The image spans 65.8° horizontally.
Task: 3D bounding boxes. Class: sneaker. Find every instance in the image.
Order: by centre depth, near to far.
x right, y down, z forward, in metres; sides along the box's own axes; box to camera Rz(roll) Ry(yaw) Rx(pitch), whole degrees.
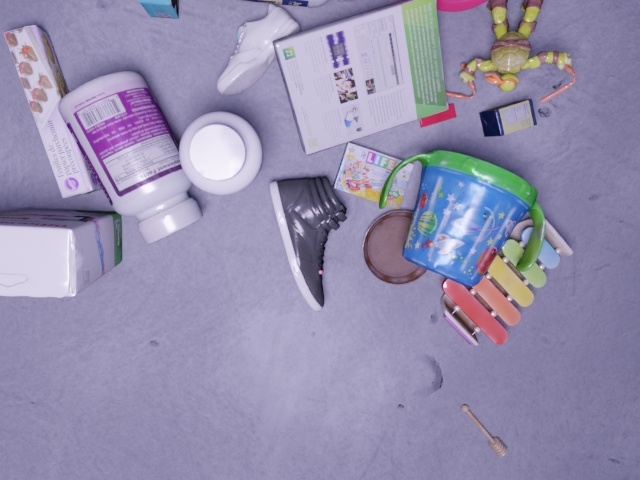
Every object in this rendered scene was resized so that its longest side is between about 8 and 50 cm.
[{"bbox_3d":[-0.144,-0.387,1.000,0.094,0.080,0.212,45,85,1],"label":"sneaker"},{"bbox_3d":[0.000,0.000,1.050,0.146,0.104,0.296,-16,96,2],"label":"sneaker"}]

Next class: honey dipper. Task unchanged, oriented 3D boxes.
[{"bbox_3d":[0.396,0.460,1.206,0.030,0.030,0.161,-39,97,1],"label":"honey dipper"}]

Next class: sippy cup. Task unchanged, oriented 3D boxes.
[{"bbox_3d":[0.282,-0.035,1.006,0.305,0.240,0.224,25,92,31],"label":"sippy cup"}]

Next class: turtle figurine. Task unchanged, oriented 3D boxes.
[{"bbox_3d":[0.377,-0.393,1.015,0.269,0.087,0.218,2,79,30],"label":"turtle figurine"}]

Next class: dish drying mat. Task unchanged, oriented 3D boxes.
[{"bbox_3d":[0.256,-0.275,1.086,0.083,0.008,0.032,-17,101,-4],"label":"dish drying mat"}]

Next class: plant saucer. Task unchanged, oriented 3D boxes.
[{"bbox_3d":[0.175,0.015,1.111,0.168,0.029,0.169,-1,100,-6],"label":"plant saucer"}]

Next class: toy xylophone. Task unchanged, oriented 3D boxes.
[{"bbox_3d":[0.388,0.070,1.116,0.236,0.081,0.323,37,93,-10],"label":"toy xylophone"}]

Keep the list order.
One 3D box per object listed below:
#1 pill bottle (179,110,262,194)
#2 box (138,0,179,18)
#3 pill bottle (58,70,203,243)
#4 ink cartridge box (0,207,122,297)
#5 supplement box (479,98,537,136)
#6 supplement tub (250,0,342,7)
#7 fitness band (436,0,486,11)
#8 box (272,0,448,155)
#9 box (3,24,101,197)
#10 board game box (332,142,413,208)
[{"bbox_3d":[-0.181,-0.161,0.926,0.146,0.264,0.147,-1,99,-5],"label":"pill bottle"},{"bbox_3d":[-0.303,-0.562,0.934,0.060,0.100,0.245,2,99,-7],"label":"box"},{"bbox_3d":[-0.352,-0.153,0.958,0.169,0.169,0.302,-26,101,-2],"label":"pill bottle"},{"bbox_3d":[-0.507,0.012,0.910,0.201,0.278,0.117,2,99,-7],"label":"ink cartridge box"},{"bbox_3d":[0.403,-0.263,1.065,0.083,0.083,0.056,-18,103,-2],"label":"supplement box"},{"bbox_3d":[-0.085,-0.556,0.891,0.324,0.235,0.236,3,98,-7],"label":"supplement tub"},{"bbox_3d":[0.259,-0.560,0.929,0.208,0.054,0.291,-26,146,16],"label":"fitness band"},{"bbox_3d":[0.089,-0.330,0.998,0.321,0.058,0.233,-17,122,-2],"label":"box"},{"bbox_3d":[-0.524,-0.248,0.977,0.062,0.067,0.324,-16,99,-3],"label":"box"},{"bbox_3d":[0.115,-0.141,1.082,0.153,0.026,0.104,17,96,-8],"label":"board game box"}]
